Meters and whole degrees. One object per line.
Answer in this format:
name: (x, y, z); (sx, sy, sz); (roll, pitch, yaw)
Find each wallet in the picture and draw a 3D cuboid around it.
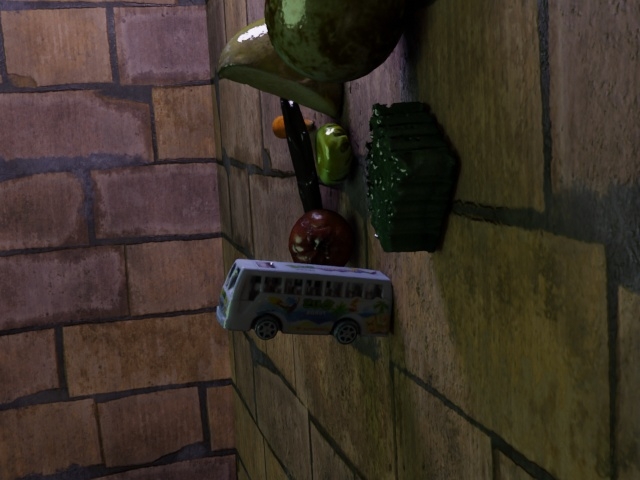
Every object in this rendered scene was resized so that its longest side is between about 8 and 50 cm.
wallet: (-0.034, -0.147, 2.029); (0.197, 0.051, 0.377); (-107, 4, -45)

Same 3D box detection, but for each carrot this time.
carrot: (-0.060, -0.292, 2.225); (0.257, 0.061, 0.061); (9, 104, 64)

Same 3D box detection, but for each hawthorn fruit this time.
hawthorn fruit: (0.000, 0.000, 1.913); (0.172, 0.148, 0.148); (-106, 14, -79)

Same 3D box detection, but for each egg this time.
egg: (0.034, -0.400, 1.453); (0.289, 0.238, 0.238); (-56, 37, 39)

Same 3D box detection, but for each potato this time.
potato: (-0.095, -0.395, 1.901); (0.112, 0.255, 0.269); (110, 151, -62)

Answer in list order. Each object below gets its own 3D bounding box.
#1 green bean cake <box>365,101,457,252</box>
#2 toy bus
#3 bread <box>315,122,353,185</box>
green bean cake: (0.132, -0.099, 1.428); (0.193, 0.107, 0.208); (-113, 22, -48)
toy bus: (-0.028, 0.116, 1.673); (0.109, 0.330, 0.135); (-136, 53, -68)
bread: (0.029, -0.182, 1.859); (0.130, 0.071, 0.139); (-116, 20, -48)
